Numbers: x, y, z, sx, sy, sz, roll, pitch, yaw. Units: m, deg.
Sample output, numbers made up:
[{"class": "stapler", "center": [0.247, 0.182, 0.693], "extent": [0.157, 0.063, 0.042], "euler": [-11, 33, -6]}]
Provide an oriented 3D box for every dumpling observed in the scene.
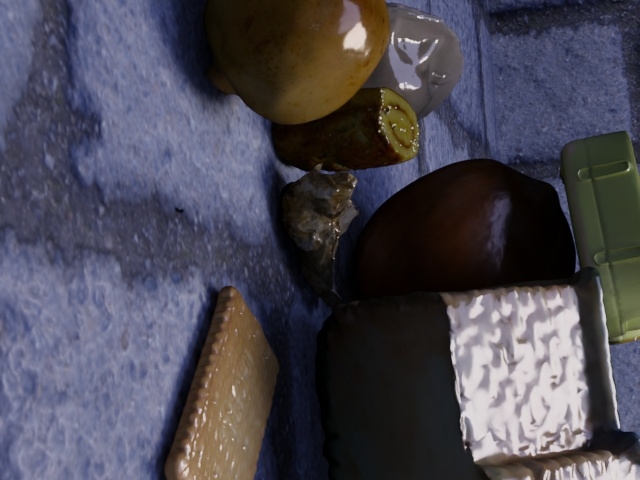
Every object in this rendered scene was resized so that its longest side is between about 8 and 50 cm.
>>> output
[{"class": "dumpling", "center": [0.105, -0.249, 1.501], "extent": [0.293, 0.205, 0.163], "euler": [71, 33, -55]}]

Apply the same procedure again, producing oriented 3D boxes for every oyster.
[{"class": "oyster", "center": [0.000, -0.016, 1.323], "extent": [0.232, 0.107, 0.161], "euler": [88, 3, -56]}]

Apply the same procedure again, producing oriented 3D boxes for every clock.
[{"class": "clock", "center": [0.460, 0.015, 1.495], "extent": [0.348, 0.117, 0.286], "euler": [44, 38, -63]}]

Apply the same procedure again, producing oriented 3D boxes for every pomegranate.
[{"class": "pomegranate", "center": [-0.027, -0.249, 1.105], "extent": [0.233, 0.233, 0.233], "euler": [-6, 90, -70]}]

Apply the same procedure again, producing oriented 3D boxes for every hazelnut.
[{"class": "hazelnut", "center": [0.229, 0.044, 1.559], "extent": [0.366, 0.366, 0.365], "euler": [-6, 90, -70]}]

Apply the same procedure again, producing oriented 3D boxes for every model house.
[{"class": "model house", "center": [0.255, 0.276, 1.287], "extent": [0.400, 0.395, 0.445], "euler": [-4, 81, -28]}]

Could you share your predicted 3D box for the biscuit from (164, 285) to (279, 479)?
[{"class": "biscuit", "center": [-0.103, 0.186, 1.045], "extent": [0.160, 0.030, 0.249], "euler": [65, 27, -42]}]

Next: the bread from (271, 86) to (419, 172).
[{"class": "bread", "center": [0.033, -0.147, 1.295], "extent": [0.132, 0.172, 0.103], "euler": [19, 71, -60]}]
